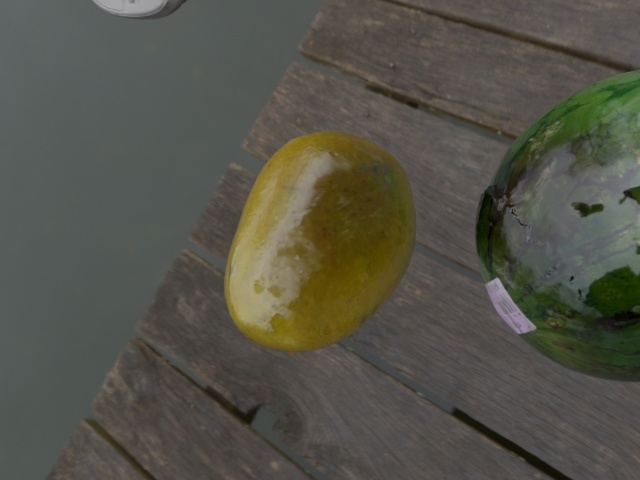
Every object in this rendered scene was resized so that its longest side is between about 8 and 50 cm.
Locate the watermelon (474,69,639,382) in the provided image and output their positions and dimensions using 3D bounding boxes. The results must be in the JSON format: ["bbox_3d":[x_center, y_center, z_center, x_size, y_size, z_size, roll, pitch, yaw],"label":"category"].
[{"bbox_3d":[0.351,-0.015,0.836,0.363,0.363,0.364,-12,65,27],"label":"watermelon"}]

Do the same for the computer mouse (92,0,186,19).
[{"bbox_3d":[-0.115,-0.176,0.488,0.096,0.066,0.039,12,35,34],"label":"computer mouse"}]

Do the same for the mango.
[{"bbox_3d":[0.000,0.000,1.047,0.182,0.253,0.365,-36,13,45],"label":"mango"}]
